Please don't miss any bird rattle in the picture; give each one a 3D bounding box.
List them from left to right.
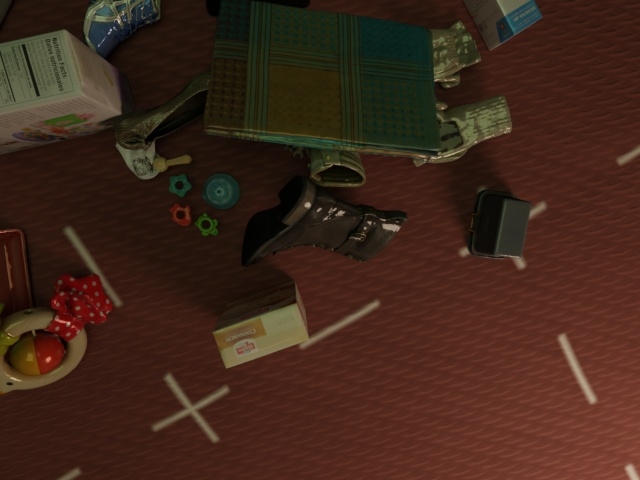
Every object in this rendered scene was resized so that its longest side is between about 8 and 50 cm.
[{"bbox_3d":[-0.503,0.169,0.845,0.254,0.143,0.206,-20,130,-40],"label":"bird rattle"}]

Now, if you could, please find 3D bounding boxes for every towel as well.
[{"bbox_3d":[0.009,-0.268,0.780,0.371,0.040,0.271,5,69,-7],"label":"towel"}]

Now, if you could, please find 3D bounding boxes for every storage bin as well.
[{"bbox_3d":[0.339,-0.028,0.898,0.098,0.091,0.135,8,95,-5],"label":"storage bin"}]

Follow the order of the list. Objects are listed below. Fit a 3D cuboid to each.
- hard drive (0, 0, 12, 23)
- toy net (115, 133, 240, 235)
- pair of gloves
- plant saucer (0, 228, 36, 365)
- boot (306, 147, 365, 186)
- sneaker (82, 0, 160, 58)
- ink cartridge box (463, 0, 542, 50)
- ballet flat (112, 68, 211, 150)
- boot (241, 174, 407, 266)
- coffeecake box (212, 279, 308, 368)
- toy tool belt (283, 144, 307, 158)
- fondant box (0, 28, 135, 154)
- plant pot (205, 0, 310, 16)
[{"bbox_3d":[-0.651,-0.449,0.801,0.233,0.047,0.353,30,95,-7],"label":"hard drive"},{"bbox_3d":[-0.269,-0.108,0.872,0.232,0.045,0.122,30,96,-5],"label":"toy net"},{"bbox_3d":[0.223,-0.269,0.885,0.204,0.042,0.240,-25,93,4],"label":"pair of gloves"},{"bbox_3d":[-0.641,0.120,0.805,0.048,0.259,0.258,4,100,40],"label":"plant saucer"},{"bbox_3d":[-0.019,-0.180,0.804,0.213,0.077,0.165,13,57,-24],"label":"boot"},{"bbox_3d":[-0.329,-0.397,0.812,0.081,0.080,0.211,34,95,-4],"label":"sneaker"},{"bbox_3d":[0.302,-0.444,0.837,0.062,0.104,0.181,-32,98,0],"label":"ink cartridge box"},{"bbox_3d":[-0.235,-0.225,0.820,0.250,0.084,0.058,-31,71,-13],"label":"ballet flat"},{"bbox_3d":[0.000,0.000,0.863,0.229,0.091,0.263,20,140,-31],"label":"boot"},{"bbox_3d":[-0.100,0.141,0.839,0.143,0.185,0.068,-19,98,-2],"label":"coffeecake box"},{"bbox_3d":[-0.042,-0.181,0.880,0.083,0.052,0.051,43,130,-4],"label":"toy tool belt"},{"bbox_3d":[-0.494,-0.211,0.744,0.331,0.238,0.096,-13,96,-2],"label":"fondant box"},{"bbox_3d":[-0.116,-0.497,0.772,0.188,0.167,0.188,-7,98,-3],"label":"plant pot"}]
